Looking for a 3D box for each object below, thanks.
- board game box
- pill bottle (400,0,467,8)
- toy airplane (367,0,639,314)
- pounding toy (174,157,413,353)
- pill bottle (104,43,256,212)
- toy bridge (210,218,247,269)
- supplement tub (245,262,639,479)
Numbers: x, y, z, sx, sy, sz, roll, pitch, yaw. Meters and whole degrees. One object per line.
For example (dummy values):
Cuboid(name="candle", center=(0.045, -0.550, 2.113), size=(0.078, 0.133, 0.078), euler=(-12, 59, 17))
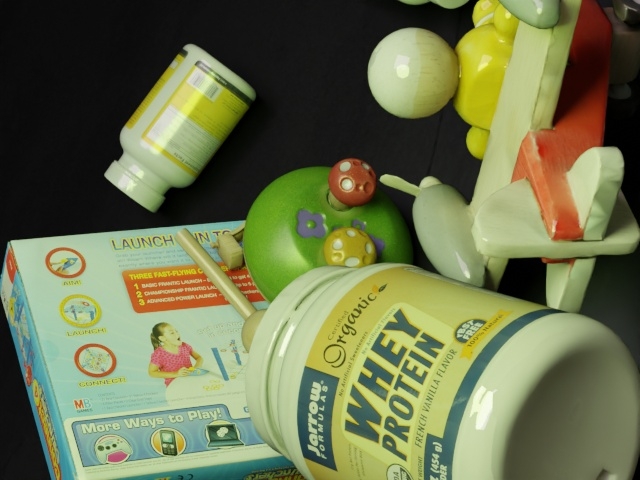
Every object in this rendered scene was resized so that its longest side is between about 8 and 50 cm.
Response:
Cuboid(name="board game box", center=(-0.142, 0.126, 1.907), size=(0.086, 0.308, 0.302), euler=(110, 147, -46))
Cuboid(name="pill bottle", center=(0.088, -0.325, 2.084), size=(0.193, 0.108, 0.108), euler=(32, 87, 40))
Cuboid(name="toy airplane", center=(0.172, -0.114, 1.744), size=(0.272, 0.384, 0.386), euler=(14, 88, 2))
Cuboid(name="pounding toy", center=(0.000, 0.000, 1.898), size=(0.236, 0.110, 0.183), euler=(-26, 76, -27))
Cuboid(name="pill bottle", center=(-0.165, -0.127, 2.162), size=(0.184, 0.103, 0.103), euler=(-53, 50, 1))
Cuboid(name="toy bridge", center=(-0.032, -0.018, 1.989), size=(0.188, 0.026, 0.063), euler=(-15, 45, -25))
Cuboid(name="supplement tub", center=(0.105, 0.147, 1.683), size=(0.316, 0.228, 0.228), euler=(16, 77, 45))
